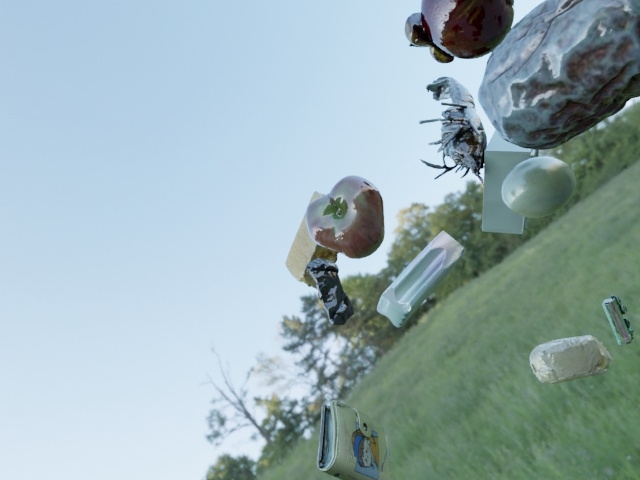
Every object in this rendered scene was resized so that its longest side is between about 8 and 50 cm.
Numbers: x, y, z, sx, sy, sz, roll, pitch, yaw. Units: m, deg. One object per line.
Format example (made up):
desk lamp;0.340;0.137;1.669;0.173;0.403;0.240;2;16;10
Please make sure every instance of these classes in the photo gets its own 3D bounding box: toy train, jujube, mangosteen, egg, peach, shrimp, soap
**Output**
toy train;0.893;0.235;1.572;0.071;0.148;0.038;-20;-3;-40
jujube;0.399;-0.278;0.813;0.226;0.226;0.317;-24;-13;-43
mangosteen;0.302;-0.504;1.186;0.257;0.215;0.215;-18;-3;39
egg;0.418;-0.102;1.004;0.152;0.114;0.114;-17;-38;-19
peach;0.052;-0.040;0.967;0.152;0.152;0.152;-38;-29;-26
shrimp;0.364;-0.306;1.423;0.221;0.166;0.410;46;-137;-43
soap;0.363;0.134;1.877;0.347;0.115;0.208;-43;-17;-20

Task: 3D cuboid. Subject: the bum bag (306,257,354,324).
bum bag;0.033;0.134;1.427;0.087;0.197;0.049;-12;-19;-35

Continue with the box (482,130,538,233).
box;0.515;-0.165;1.415;0.225;0.117;0.225;-48;-43;-53

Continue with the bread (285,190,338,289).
bread;0.000;0.000;1.647;0.114;0.185;0.274;14;-74;-26

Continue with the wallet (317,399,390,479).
wallet;0.058;0.324;0.827;0.039;0.110;0.155;-22;-44;30

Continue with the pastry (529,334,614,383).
pastry;0.533;0.254;1.131;0.166;0.088;0.166;-13;-15;-4
